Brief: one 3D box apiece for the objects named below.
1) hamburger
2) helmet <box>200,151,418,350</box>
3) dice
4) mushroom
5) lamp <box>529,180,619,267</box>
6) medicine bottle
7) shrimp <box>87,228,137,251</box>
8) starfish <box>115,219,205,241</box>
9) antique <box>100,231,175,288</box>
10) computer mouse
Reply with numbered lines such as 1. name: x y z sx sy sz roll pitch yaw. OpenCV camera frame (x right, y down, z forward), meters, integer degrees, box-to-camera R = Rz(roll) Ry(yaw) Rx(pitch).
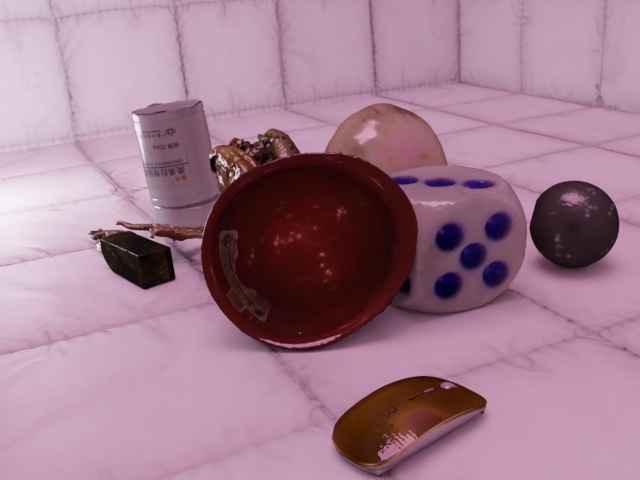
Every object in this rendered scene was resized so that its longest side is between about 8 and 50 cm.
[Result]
1. hamburger: -0.122 -0.098 1.681 0.195 0.277 0.318 -16 -9 -14
2. helmet: -0.018 0.007 1.425 0.384 0.338 0.230 -29 3 3
3. dice: 0.233 -0.007 1.504 0.251 0.243 0.259 -12 24 -21
4. mushroom: 0.138 -0.118 1.752 0.325 0.353 0.353 27 18 -9
5. lamp: 0.548 -0.057 1.651 0.181 0.182 0.314 2 21 17
6. medicine bottle: -0.374 -0.196 2.023 0.189 0.332 0.190 -8 19 3
7. shrimp: -0.534 0.004 1.936 0.180 0.041 0.099 13 41 37
8. starfish: -0.327 -0.020 1.825 0.295 0.048 0.231 5 -2 21
9. antique: -0.425 0.039 1.744 0.081 0.080 0.220 -18 23 -36
10. computer mouse: 0.129 0.249 1.083 0.245 0.056 0.126 -17 24 -35
